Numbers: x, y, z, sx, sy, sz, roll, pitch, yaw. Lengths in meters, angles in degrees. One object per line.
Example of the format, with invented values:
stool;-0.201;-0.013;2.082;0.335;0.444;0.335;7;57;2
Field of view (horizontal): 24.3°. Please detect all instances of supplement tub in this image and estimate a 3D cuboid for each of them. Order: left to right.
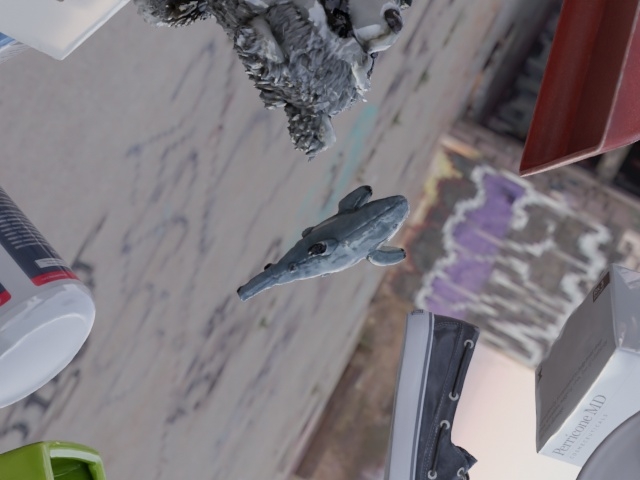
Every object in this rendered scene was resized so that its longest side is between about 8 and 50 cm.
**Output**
supplement tub;-0.396;0.036;1.642;0.191;0.272;0.191;-38;161;-15

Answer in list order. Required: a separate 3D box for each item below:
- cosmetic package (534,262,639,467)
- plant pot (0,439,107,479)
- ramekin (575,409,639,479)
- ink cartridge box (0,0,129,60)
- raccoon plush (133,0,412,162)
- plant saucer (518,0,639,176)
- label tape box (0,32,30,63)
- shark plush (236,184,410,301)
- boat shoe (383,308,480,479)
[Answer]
cosmetic package;0.474;0.199;1.799;0.156;0.385;0.217;-84;-166;-48
plant pot;-0.315;0.331;1.453;0.228;0.207;0.227;57;19;-78
ramekin;0.326;0.257;1.156;0.273;0.273;0.127;-61;156;-16
ink cartridge box;-0.121;-0.258;0.901;0.273;0.114;0.197;-26;-137;51
raccoon plush;-0.075;-0.207;1.601;0.446;0.216;0.299;-23;-145;49
plant saucer;0.246;-0.180;1.230;0.258;0.047;0.259;162;-57;-83
label tape box;-0.371;-0.235;1.226;0.347;0.249;0.115;-27;-173;12
shark plush;0.000;0.000;1.263;0.067;0.161;0.073;19;55;-88
boat shoe;0.095;0.174;1.243;0.080;0.076;0.228;90;6;-83
